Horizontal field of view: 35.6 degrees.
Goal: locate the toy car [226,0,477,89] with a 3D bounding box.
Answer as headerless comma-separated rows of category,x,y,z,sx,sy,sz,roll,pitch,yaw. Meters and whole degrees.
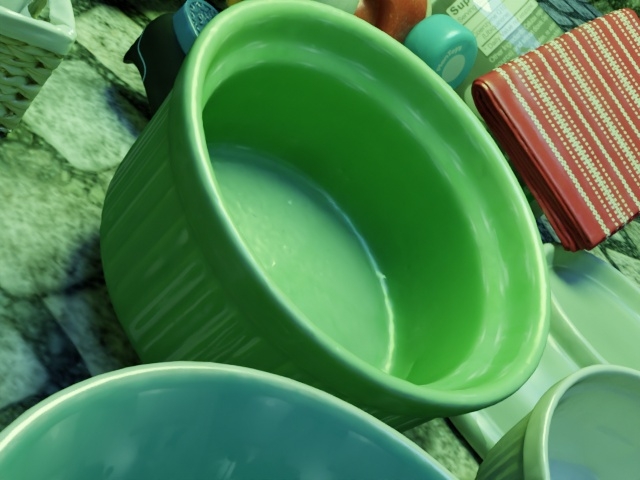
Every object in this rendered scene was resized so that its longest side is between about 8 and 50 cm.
toy car,-0.021,-0.200,0.899,0.219,0.210,0.238,45,11,31

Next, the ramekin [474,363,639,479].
ramekin,0.200,0.201,0.689,0.207,0.109,0.207,19,49,-23

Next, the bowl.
bowl,-0.033,0.217,0.374,0.311,0.163,0.312,29,29,-18

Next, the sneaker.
sneaker,-0.086,-0.085,0.852,0.081,0.090,0.232,-23,87,-60

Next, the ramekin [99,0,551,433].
ramekin,0.000,0.000,0.681,0.303,0.148,0.304,25,45,-29

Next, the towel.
towel,0.288,-0.121,1.017,0.274,0.031,0.199,-29,85,-35

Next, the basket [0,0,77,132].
basket,-0.274,-0.162,0.702,0.167,0.103,0.113,17,35,-36

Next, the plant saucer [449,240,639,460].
plant saucer,0.254,0.110,0.936,0.400,0.100,0.400,28,31,-19

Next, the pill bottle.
pill bottle,0.159,-0.204,1.122,0.361,0.204,0.204,46,28,-3
